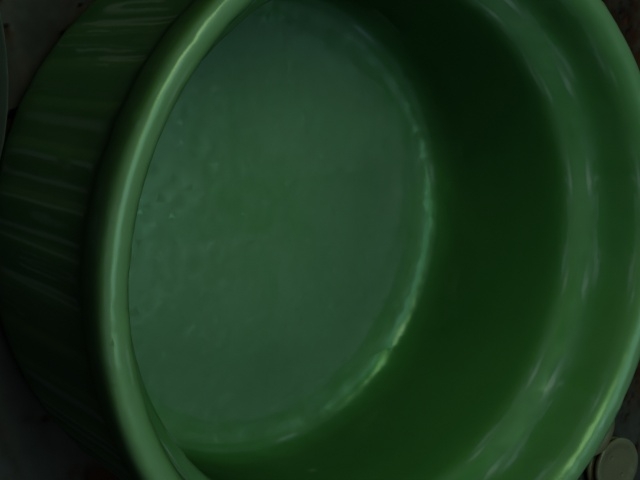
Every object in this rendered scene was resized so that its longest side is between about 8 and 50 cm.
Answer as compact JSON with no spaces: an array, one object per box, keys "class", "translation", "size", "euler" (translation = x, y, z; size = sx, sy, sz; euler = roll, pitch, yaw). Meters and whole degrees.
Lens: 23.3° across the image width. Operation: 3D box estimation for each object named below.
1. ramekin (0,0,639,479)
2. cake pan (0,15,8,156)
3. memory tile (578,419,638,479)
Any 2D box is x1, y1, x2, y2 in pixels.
[{"class":"ramekin","translation":[0.000,0.000,0.711],"size":[0.303,0.148,0.303],"euler":[-7,102,-36]},{"class":"cake pan","translation":[-0.243,-0.059,0.578],"size":[0.293,0.054,0.293],"euler":[-7,102,-36]},{"class":"memory tile","translation":[0.128,0.122,0.915],"size":[0.113,0.012,0.148],"euler":[-45,122,-22]}]
